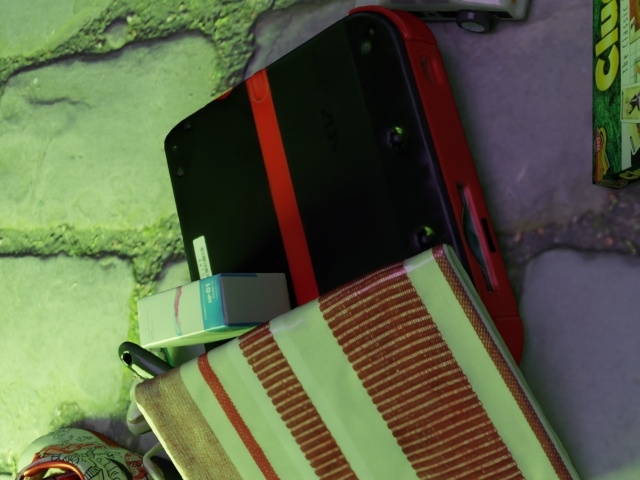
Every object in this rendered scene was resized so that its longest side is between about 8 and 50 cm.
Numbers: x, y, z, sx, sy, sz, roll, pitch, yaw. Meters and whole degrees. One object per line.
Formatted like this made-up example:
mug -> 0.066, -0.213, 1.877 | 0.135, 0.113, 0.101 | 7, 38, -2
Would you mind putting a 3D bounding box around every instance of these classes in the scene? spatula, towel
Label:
spatula -> -0.091, 0.181, 0.830 | 0.296, 0.030, 0.084 | 31, 117, 25
towel -> 0.021, 0.165, 0.729 | 0.329, 0.037, 0.237 | -27, 98, 25

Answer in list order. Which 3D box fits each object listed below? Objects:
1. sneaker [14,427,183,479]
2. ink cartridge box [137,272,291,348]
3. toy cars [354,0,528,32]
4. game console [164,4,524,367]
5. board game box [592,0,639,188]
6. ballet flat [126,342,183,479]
sneaker -> -0.292, 0.260, 0.950 | 0.270, 0.145, 0.090 | 1, 81, 37
ink cartridge box -> -0.103, 0.067, 0.820 | 0.122, 0.088, 0.052 | -19, 76, 38
toy cars -> 0.057, -0.335, 0.859 | 0.176, 0.087, 0.394 | -44, 58, 21
game console -> 0.000, 0.000, 0.835 | 0.342, 0.060, 0.386 | -25, 71, 36
board game box -> 0.254, -0.181, 0.665 | 0.030, 0.136, 0.260 | 4, 79, -7
ballet flat -> -0.156, 0.199, 0.894 | 0.077, 0.091, 0.241 | -23, 56, -19
